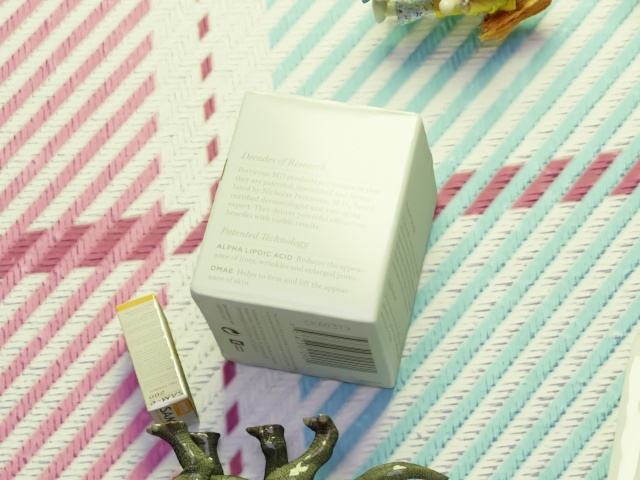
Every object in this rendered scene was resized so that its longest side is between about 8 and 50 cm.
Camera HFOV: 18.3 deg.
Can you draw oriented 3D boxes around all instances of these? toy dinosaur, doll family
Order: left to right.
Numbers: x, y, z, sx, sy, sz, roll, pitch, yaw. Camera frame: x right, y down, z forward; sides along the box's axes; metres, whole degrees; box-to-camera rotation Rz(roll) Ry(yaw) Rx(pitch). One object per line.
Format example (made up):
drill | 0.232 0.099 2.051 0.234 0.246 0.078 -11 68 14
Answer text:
toy dinosaur | -0.056 0.221 1.552 0.313 0.121 0.160 -2 78 2
doll family | 0.133 -0.259 1.742 0.163 0.118 0.263 -2 47 14

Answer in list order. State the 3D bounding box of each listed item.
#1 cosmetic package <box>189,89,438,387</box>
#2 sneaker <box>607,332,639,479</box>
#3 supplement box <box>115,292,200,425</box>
cosmetic package | 0.000 0.000 1.606 0.151 0.151 0.184 9 67 12
sneaker | 0.299 0.213 1.493 0.169 0.108 0.293 7 66 14
supplement box | -0.134 0.102 1.628 0.036 0.062 0.098 -20 64 -2
